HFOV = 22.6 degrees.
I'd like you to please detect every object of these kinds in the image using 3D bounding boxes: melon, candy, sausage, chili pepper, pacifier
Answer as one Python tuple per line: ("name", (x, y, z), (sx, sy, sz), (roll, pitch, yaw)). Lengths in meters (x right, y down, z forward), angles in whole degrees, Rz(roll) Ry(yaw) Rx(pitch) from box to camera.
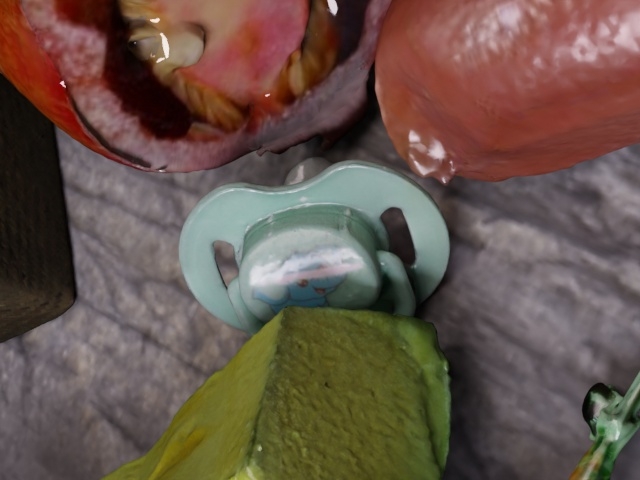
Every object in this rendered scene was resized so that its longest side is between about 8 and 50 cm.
("melon", (-0.079, 0.164, 0.850), (0.323, 0.124, 0.196), (-36, 17, 32))
("candy", (0.143, 0.090, 0.775), (0.078, 0.084, 0.288), (28, 87, 41))
("sausage", (0.136, -0.115, 0.788), (0.254, 0.148, 0.148), (-13, 70, 34))
("chili pepper", (-0.113, -0.201, 0.935), (0.251, 0.229, 0.305), (-25, 45, -19))
("pacifier", (0.000, 0.000, 0.898), (0.150, 0.127, 0.117), (-17, 30, 14))

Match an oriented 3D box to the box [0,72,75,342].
("box", (-0.319, 0.002, 1.089), (0.273, 0.143, 0.184), (-24, 64, 29))
